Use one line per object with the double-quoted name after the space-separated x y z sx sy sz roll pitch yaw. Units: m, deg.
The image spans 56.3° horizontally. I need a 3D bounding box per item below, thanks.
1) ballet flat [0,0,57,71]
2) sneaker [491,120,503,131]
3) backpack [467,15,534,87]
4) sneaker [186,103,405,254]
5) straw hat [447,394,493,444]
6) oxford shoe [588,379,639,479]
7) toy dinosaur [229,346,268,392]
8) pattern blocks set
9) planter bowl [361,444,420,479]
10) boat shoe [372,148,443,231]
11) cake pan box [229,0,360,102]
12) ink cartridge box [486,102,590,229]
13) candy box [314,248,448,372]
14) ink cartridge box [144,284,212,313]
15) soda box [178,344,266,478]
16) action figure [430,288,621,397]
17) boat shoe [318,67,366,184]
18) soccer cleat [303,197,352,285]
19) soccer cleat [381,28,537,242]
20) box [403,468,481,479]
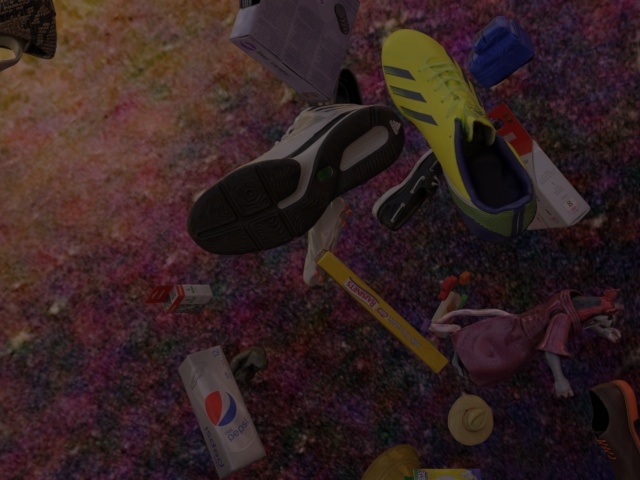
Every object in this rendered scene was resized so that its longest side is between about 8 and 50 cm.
-0.680 -0.351 1.009 0.483 0.182 0.164 -18 13 -43 "ballet flat"
0.346 -0.168 1.312 0.081 0.080 0.211 -11 43 45 "sneaker"
0.346 -0.374 1.188 0.120 0.101 0.098 -39 21 37 "backpack"
-0.064 -0.135 1.213 0.447 0.169 0.257 -29 22 -3 "sneaker"
0.432 0.500 1.665 0.144 0.144 0.061 -61 3 -23 "straw hat"
0.663 0.459 1.356 0.098 0.097 0.271 -3 78 -15 "oxford shoe"
-0.225 0.375 1.787 0.121 0.313 0.160 35 47 4 "toy dinosaur"
0.392 0.226 1.862 0.026 0.325 0.285 29 102 26 "pattern blocks set"
0.217 0.688 1.672 0.217 0.217 0.090 -45 39 -8 "planter bowl"
0.284 -0.148 1.690 0.302 0.114 0.091 -47 57 4 "boat shoe"
-0.046 -0.450 1.219 0.070 0.267 0.246 4 75 42 "cake pan box"
0.358 -0.124 1.085 0.066 0.232 0.189 -43 1 -1 "ink cartridge box"
0.075 0.089 0.789 0.027 0.206 0.105 -47 3 1 "candy box"
-0.275 0.114 1.165 0.063 0.115 0.029 -49 54 34 "ink cartridge box"
-0.237 0.402 1.418 0.098 0.091 0.286 -47 62 48 "soda box"
0.478 0.184 1.307 0.370 0.248 0.276 -43 78 37 "action figure"
0.072 -0.329 1.692 0.132 0.130 0.355 -7 72 -22 "boat shoe"
0.000 0.000 1.225 0.076 0.068 0.196 16 73 24 "soccer cleat"
0.154 -0.135 0.663 0.093 0.121 0.289 -23 72 -2 "soccer cleat"
0.281 0.578 1.371 0.179 0.043 0.105 -4 40 5 "box"
